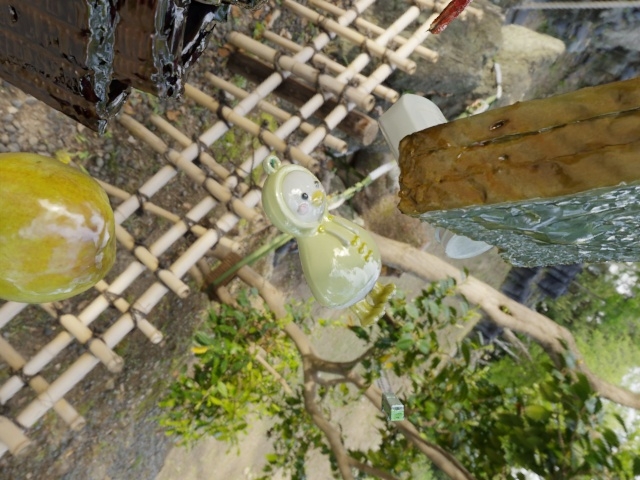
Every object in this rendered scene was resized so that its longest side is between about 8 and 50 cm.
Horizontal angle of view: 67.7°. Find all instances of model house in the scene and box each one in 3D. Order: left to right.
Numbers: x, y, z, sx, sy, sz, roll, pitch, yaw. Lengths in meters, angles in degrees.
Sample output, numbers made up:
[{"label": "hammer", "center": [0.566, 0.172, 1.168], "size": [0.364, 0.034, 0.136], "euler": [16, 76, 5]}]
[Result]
[{"label": "model house", "center": [-0.213, -0.260, 0.541], "size": [0.282, 0.317, 0.297], "euler": [-65, 176, 8]}]

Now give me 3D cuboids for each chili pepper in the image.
[{"label": "chili pepper", "center": [0.275, -0.467, 0.945], "size": [0.178, 0.027, 0.045], "euler": [-37, -154, 48]}]

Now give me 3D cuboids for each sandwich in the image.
[{"label": "sandwich", "center": [0.265, -0.041, 0.466], "size": [0.301, 0.271, 0.099], "euler": [19, 75, -46]}]

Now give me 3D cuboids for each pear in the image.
[{"label": "pear", "center": [-0.359, -0.012, 0.613], "size": [0.200, 0.200, 0.200], "euler": [-41, 154, -25]}]

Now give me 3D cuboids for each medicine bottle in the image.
[{"label": "medicine bottle", "center": [0.230, -0.125, 0.913], "size": [0.179, 0.324, 0.124], "euler": [21, 129, -43]}]

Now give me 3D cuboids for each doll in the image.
[{"label": "doll", "center": [0.008, -0.003, 0.719], "size": [0.141, 0.117, 0.296], "euler": [-50, 117, -38]}]

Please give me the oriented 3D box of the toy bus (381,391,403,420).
[{"label": "toy bus", "center": [0.143, 0.331, 0.953], "size": [0.083, 0.031, 0.037], "euler": [-154, -117, -83]}]
